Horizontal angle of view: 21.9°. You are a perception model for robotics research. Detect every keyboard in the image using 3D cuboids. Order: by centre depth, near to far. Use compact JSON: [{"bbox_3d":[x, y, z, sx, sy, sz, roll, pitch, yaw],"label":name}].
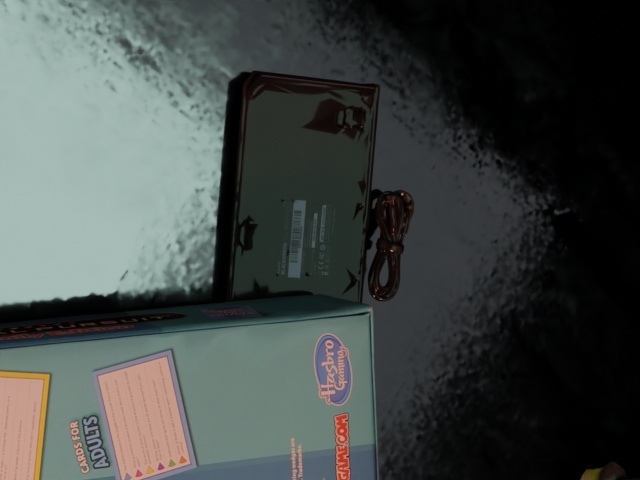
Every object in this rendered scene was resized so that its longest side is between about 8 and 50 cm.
[{"bbox_3d":[0.000,0.000,0.924,0.108,0.023,0.180,4,92,-19],"label":"keyboard"}]

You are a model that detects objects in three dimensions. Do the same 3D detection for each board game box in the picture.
[{"bbox_3d":[-0.136,0.167,0.827,0.336,0.079,0.253,-4,95,-21],"label":"board game box"}]

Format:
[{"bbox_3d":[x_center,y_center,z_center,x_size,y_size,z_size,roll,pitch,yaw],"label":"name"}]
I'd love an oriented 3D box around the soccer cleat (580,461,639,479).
[{"bbox_3d":[0.165,0.179,0.996,0.179,0.060,0.072,-32,96,-27],"label":"soccer cleat"}]
